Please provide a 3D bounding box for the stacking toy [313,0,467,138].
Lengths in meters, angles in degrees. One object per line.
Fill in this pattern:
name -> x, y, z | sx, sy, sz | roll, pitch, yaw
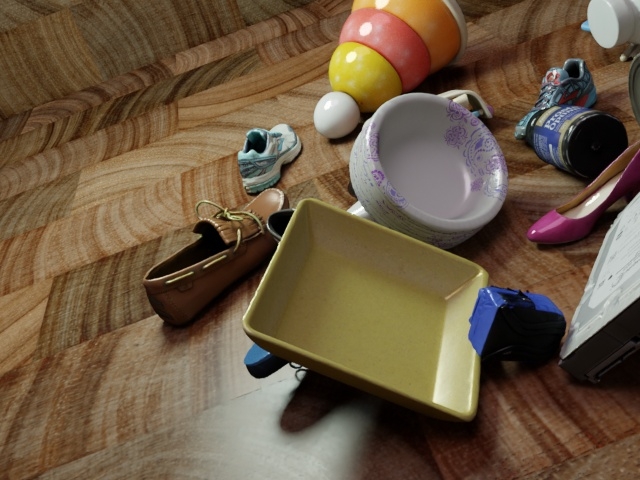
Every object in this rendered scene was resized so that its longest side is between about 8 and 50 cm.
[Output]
stacking toy -> 0.132, -0.463, 1.926 | 0.350, 0.350, 0.480 | 19, 65, 48

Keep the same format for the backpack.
backpack -> 0.281, 0.113, 1.029 | 0.120, 0.098, 0.101 | 8, 29, -12

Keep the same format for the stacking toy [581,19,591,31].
stacking toy -> 0.759, -0.686, 1.831 | 0.175, 0.302, 0.166 | -31, 32, -19

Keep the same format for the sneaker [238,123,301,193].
sneaker -> -0.130, -0.241, 1.835 | 0.110, 0.122, 0.283 | -7, 33, 21

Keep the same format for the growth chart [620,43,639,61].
growth chart -> 0.834, -0.457, 1.698 | 0.172, 0.021, 0.237 | -37, 34, -27

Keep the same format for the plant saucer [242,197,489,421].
plant saucer -> 0.075, 0.107, 1.084 | 0.333, 0.081, 0.333 | 22, 38, 0

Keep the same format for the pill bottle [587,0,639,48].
pill bottle -> 0.799, -0.565, 1.708 | 0.301, 0.169, 0.169 | -23, 31, -4

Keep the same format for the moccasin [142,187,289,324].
moccasin -> -0.206, 0.003, 1.469 | 0.380, 0.147, 0.139 | -39, 35, -29

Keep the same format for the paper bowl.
paper bowl -> 0.189, -0.117, 1.339 | 0.284, 0.284, 0.148 | -43, -3, -32

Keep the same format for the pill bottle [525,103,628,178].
pill bottle -> 0.478, -0.196, 1.382 | 0.123, 0.123, 0.219 | -21, 18, -1

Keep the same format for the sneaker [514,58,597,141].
sneaker -> 0.496, -0.308, 1.563 | 0.104, 0.125, 0.262 | 14, 45, 45

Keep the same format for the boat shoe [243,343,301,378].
boat shoe -> -0.003, 0.151, 1.160 | 0.258, 0.089, 0.109 | -33, 18, -27

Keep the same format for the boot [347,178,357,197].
boot -> 0.165, -0.155, 1.598 | 0.219, 0.082, 0.106 | -24, 5, 10

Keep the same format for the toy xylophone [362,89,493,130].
toy xylophone -> 0.231, -0.272, 1.658 | 0.323, 0.081, 0.236 | -17, 12, 10

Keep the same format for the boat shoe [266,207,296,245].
boat shoe -> 0.000, 0.000, 1.338 | 0.112, 0.095, 0.335 | -54, 28, -15

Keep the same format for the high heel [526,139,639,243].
high heel -> 0.458, -0.080, 1.231 | 0.244, 0.117, 0.082 | -20, 31, 1

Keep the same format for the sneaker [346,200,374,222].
sneaker -> 0.145, -0.102, 1.479 | 0.235, 0.095, 0.090 | -28, 33, -10

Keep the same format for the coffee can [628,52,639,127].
coffee can -> 0.741, -0.293, 1.316 | 0.275, 0.201, 0.201 | -21, 30, 0

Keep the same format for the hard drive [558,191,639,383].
hard drive -> 0.450, 0.016, 0.984 | 0.064, 0.237, 0.339 | 33, 51, 6
